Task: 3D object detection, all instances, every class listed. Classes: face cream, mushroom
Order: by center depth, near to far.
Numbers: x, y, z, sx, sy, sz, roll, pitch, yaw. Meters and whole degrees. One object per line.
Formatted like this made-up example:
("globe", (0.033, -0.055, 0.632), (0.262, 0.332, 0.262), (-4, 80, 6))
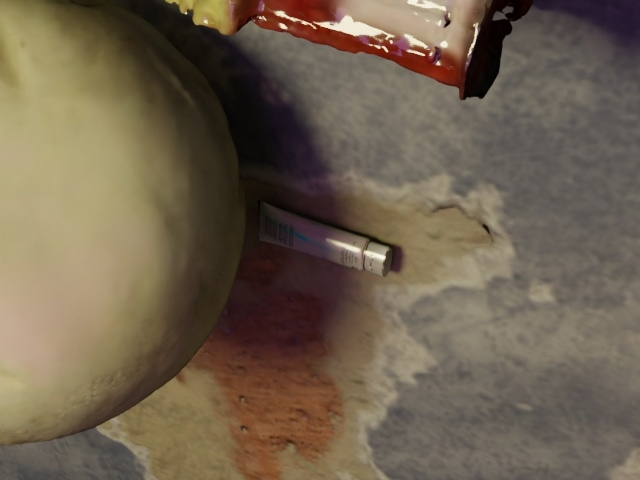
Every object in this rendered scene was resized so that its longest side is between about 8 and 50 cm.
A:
("mushroom", (-0.237, -0.017, 0.643), (0.356, 0.315, 0.315), (-11, 114, 18))
("face cream", (0.000, 0.000, 0.715), (0.115, 0.020, 0.038), (17, 127, 20))

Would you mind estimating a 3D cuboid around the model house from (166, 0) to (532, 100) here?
("model house", (0.001, -0.213, 0.494), (0.254, 0.160, 0.196), (20, 127, 19))
